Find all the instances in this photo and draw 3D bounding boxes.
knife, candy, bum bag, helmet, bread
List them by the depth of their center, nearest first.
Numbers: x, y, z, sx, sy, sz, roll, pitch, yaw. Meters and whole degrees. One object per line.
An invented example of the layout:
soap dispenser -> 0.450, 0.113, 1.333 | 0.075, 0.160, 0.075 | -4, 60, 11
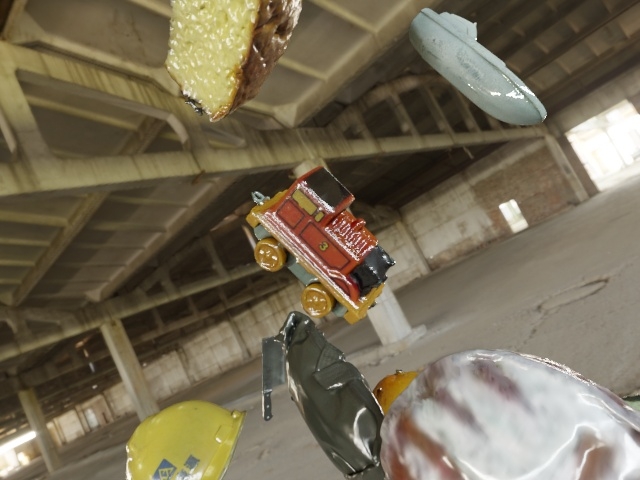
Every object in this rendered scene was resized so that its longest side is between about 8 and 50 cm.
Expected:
candy -> 0.189, 0.218, 0.418 | 0.214, 0.289, 0.157 | -59, -30, 3
bread -> -0.092, -0.279, 0.575 | 0.134, 0.129, 0.260 | -38, -13, -44
bum bag -> 0.023, 0.225, 0.662 | 0.080, 0.142, 0.326 | -8, 28, -26
helmet -> -0.214, 0.319, 0.707 | 0.205, 0.140, 0.257 | -61, 0, -12
knife -> -0.126, 0.372, 1.304 | 0.072, 0.245, 0.019 | -6, 16, -29

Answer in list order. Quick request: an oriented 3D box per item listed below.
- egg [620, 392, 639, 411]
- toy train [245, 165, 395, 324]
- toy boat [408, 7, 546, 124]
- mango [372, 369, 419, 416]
egg -> 0.622, 0.361, 0.864 | 0.177, 0.228, 0.177 | 24, -90, -86
toy train -> 0.000, 0.000, 1.040 | 0.231, 0.369, 0.163 | -48, -4, 38
toy boat -> 0.246, -0.269, 0.746 | 0.085, 0.260, 0.078 | -39, -20, -3
mango -> 0.168, 0.355, 0.851 | 0.151, 0.248, 0.156 | -35, -37, 19
